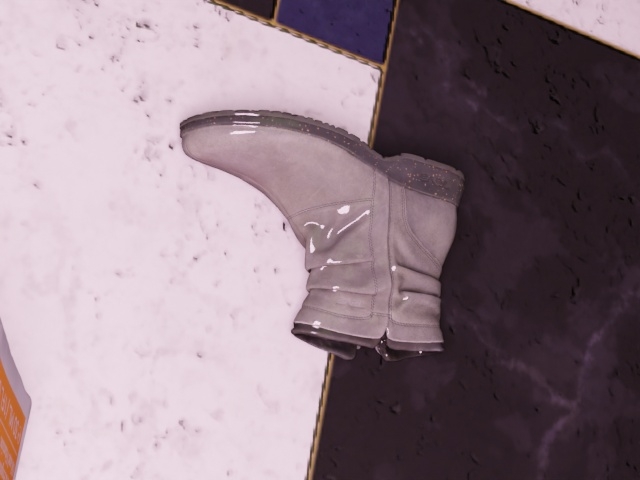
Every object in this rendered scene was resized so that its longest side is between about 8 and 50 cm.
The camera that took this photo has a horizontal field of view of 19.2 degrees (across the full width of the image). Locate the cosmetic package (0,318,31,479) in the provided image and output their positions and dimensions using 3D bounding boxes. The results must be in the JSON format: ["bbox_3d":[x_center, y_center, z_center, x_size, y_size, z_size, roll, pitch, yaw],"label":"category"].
[{"bbox_3d":[-0.299,0.264,1.099,0.162,0.230,0.453,10,71,0],"label":"cosmetic package"}]

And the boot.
[{"bbox_3d":[0.000,0.000,1.443,0.246,0.083,0.161,16,76,-23],"label":"boot"}]
